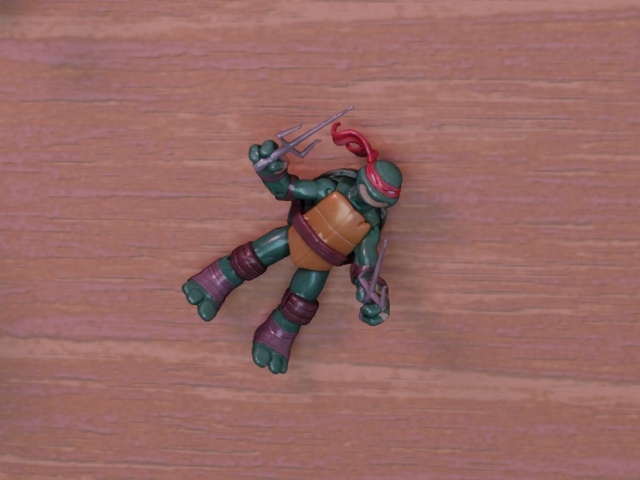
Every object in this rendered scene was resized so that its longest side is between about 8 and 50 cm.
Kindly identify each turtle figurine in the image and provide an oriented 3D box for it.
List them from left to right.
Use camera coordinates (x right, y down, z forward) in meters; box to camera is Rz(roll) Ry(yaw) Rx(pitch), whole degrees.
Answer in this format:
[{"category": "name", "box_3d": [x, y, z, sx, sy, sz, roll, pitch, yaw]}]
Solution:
[{"category": "turtle figurine", "box_3d": [0.000, 0.000, 1.288, 0.175, 0.118, 0.234, 49, 118, 7]}]
